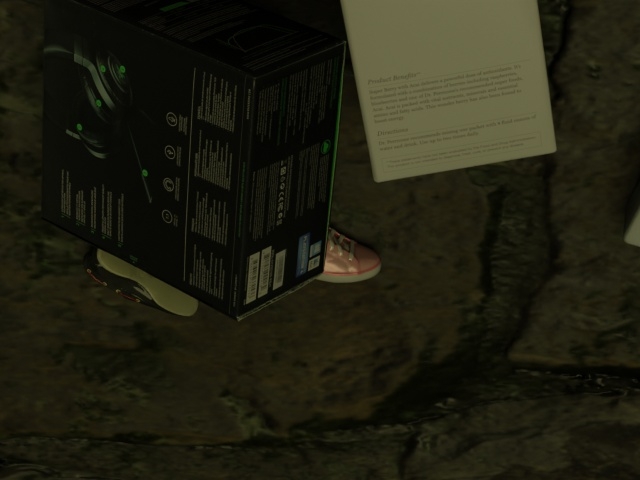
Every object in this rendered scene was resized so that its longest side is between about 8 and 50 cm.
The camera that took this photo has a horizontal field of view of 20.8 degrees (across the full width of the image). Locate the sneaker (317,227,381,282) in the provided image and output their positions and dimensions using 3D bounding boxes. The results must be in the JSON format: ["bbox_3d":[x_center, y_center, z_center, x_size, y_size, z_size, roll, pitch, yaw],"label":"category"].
[{"bbox_3d":[0.000,0.000,1.806,0.134,0.051,0.070,8,123,-2],"label":"sneaker"}]

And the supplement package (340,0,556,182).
[{"bbox_3d":[0.107,-0.232,1.614,0.177,0.175,0.293,-9,118,4],"label":"supplement package"}]

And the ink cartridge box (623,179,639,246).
[{"bbox_3d":[0.506,-0.082,1.709,0.324,0.071,0.330,17,133,-4],"label":"ink cartridge box"}]

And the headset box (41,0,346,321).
[{"bbox_3d":[-0.133,-0.102,1.632,0.283,0.131,0.246,24,123,32],"label":"headset box"}]

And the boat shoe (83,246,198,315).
[{"bbox_3d":[-0.187,0.041,1.829,0.133,0.049,0.042,31,146,-27],"label":"boat shoe"}]
